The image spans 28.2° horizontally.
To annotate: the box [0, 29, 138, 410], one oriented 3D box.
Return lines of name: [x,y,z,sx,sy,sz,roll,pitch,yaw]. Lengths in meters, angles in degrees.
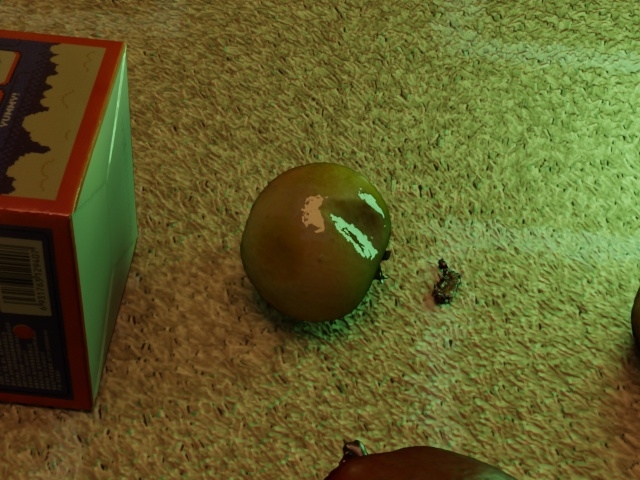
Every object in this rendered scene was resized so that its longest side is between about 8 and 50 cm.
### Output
box: [-0.379,-0.027,1.548,0.257,0.348,0.318,5,47,0]

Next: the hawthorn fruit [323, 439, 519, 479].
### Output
hawthorn fruit: [0.099,0.351,1.274,0.295,0.295,0.311,-27,18,-28]

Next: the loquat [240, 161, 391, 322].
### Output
loquat: [-0.001,0.002,1.659,0.213,0.213,0.213,2,45,-2]

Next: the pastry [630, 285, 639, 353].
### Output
pastry: [0.567,0.105,1.630,0.356,0.163,0.356,3,42,-3]

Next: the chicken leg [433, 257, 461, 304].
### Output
chicken leg: [0.174,0.057,1.741,0.036,0.021,0.083,3,44,11]
